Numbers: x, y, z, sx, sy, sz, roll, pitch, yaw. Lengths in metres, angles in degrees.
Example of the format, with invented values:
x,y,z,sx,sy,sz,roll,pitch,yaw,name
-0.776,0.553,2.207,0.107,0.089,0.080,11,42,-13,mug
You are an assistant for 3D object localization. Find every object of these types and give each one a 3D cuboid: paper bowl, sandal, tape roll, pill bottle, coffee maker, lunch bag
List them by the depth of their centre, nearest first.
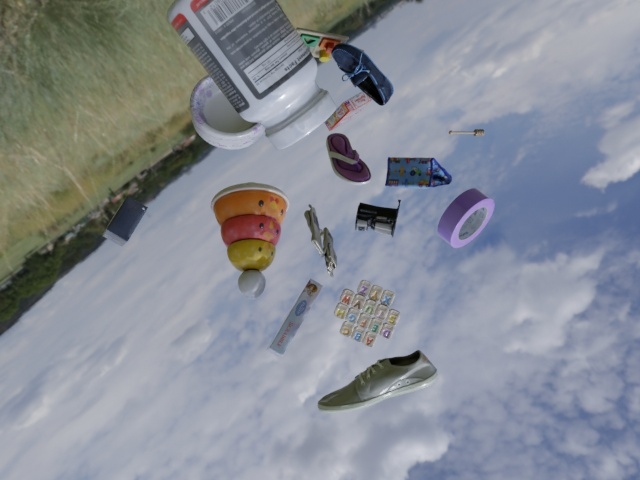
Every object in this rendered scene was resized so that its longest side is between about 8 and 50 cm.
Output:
x,y,z,sx,sy,sz,roll,pitch,yaw,name
-0.137,-0.391,1.120,0.210,0.363,0.210,-31,-158,14,pill bottle
-0.332,-0.468,1.906,0.284,0.284,0.148,-43,171,-21,paper bowl
0.251,-0.106,2.288,0.178,0.120,0.171,12,-135,9,coffee maker
0.662,-0.100,2.353,0.274,0.275,0.090,-39,-123,-8,tape roll
0.464,-0.295,2.397,0.220,0.138,0.293,6,-179,32,lunch bag
0.122,-0.426,2.591,0.169,0.102,0.416,-17,-131,-14,sandal

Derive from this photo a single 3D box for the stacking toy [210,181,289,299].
x,y,z,sx,sy,sz,roll,pitch,yaw,name
-0.292,0.024,2.235,0.350,0.350,0.480,-24,-118,36,stacking toy

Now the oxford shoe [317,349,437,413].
x,y,z,sx,sy,sz,roll,pitch,yaw,name
0.196,0.505,1.864,0.449,0.130,0.169,-19,-175,1,oxford shoe

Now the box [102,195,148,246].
x,y,z,sx,sy,sz,roll,pitch,yaw,name
-0.762,-0.072,2.015,0.158,0.093,0.156,-16,-135,61,box

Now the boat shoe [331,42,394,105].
x,y,z,sx,sy,sz,roll,pitch,yaw,name
0.143,-0.557,1.733,0.109,0.258,0.089,-34,-152,57,boat shoe

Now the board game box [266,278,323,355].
x,y,z,sx,sy,sz,roll,pitch,yaw,name
-0.113,0.329,2.156,0.319,0.065,0.318,-59,-179,-16,board game box

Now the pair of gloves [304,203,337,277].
x,y,z,sx,sy,sz,roll,pitch,yaw,name
0.000,0.000,1.879,0.042,0.240,0.204,-20,-131,12,pair of gloves

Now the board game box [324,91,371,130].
x,y,z,sx,sy,sz,roll,pitch,yaw,name
0.113,-0.503,1.982,0.146,0.045,0.193,-34,-177,-22,board game box

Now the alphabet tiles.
x,y,z,sx,sy,sz,roll,pitch,yaw,name
0.211,0.333,2.345,0.021,0.284,0.278,-51,165,-82,alphabet tiles

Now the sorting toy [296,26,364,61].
x,y,z,sx,sy,sz,roll,pitch,yaw,name
-0.011,-0.673,1.810,0.347,0.047,0.196,5,176,-14,sorting toy

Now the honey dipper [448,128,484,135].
x,y,z,sx,sy,sz,roll,pitch,yaw,name
0.602,-0.445,2.140,0.160,0.031,0.030,-5,-171,-17,honey dipper
